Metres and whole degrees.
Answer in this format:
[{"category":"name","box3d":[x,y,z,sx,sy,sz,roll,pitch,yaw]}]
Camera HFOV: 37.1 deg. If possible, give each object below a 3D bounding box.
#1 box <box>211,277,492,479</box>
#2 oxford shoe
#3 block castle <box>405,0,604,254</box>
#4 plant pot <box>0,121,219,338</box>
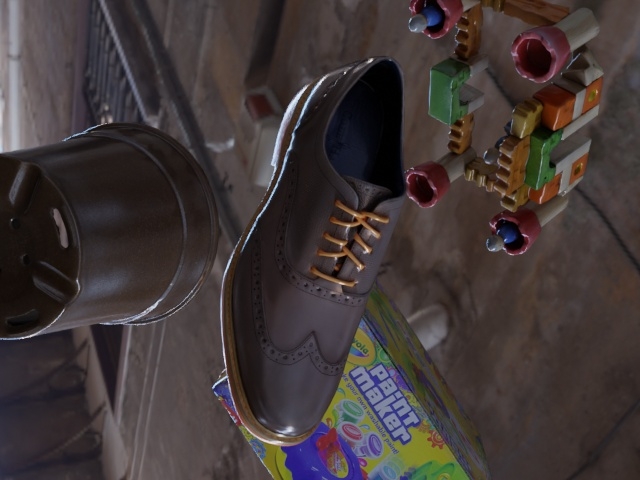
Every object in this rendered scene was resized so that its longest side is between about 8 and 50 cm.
[{"category":"box","box3d":[0.049,0.200,1.093,0.290,0.177,0.279,57,-172,-4]},{"category":"oxford shoe","box3d":[0.000,0.000,0.854,0.130,0.133,0.363,15,-106,-20]},{"category":"block castle","box3d":[0.297,-0.213,1.688,0.303,0.453,0.213,32,-129,33]},{"category":"plant pot","box3d":[-0.185,-0.003,0.704,0.167,0.167,0.165,30,-164,13]}]
